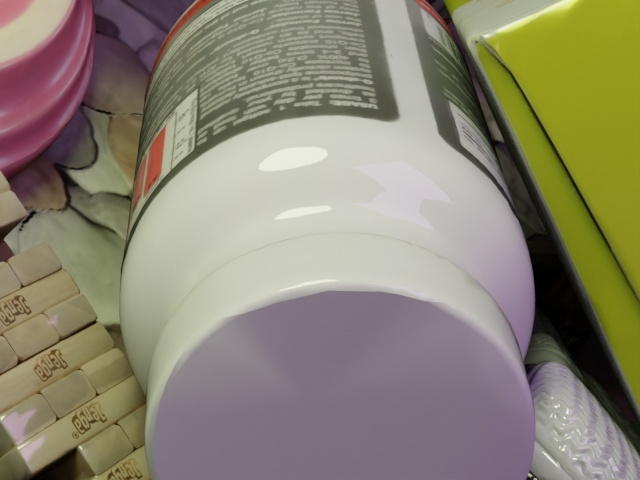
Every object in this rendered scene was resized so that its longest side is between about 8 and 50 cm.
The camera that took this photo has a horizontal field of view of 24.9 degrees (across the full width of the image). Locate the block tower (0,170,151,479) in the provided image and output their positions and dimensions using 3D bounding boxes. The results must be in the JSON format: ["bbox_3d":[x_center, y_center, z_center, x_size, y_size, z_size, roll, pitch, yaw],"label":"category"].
[{"bbox_3d":[-0.137,0.116,0.749,0.091,0.097,0.335,-30,85,-47],"label":"block tower"}]

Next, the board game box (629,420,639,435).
[{"bbox_3d":[0.295,0.198,1.115,0.259,0.039,0.124,5,58,-42],"label":"board game box"}]

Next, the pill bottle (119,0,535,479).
[{"bbox_3d":[0.000,0.000,0.781,0.210,0.210,0.363,34,23,-19],"label":"pill bottle"}]

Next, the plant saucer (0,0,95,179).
[{"bbox_3d":[-0.270,-0.182,0.845,0.332,0.084,0.332,22,49,-28],"label":"plant saucer"}]

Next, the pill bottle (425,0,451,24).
[{"bbox_3d":[0.124,-0.305,1.099,0.176,0.318,0.176,23,48,-28],"label":"pill bottle"}]

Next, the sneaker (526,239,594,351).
[{"bbox_3d":[0.174,0.046,1.090,0.188,0.066,0.071,4,61,-39],"label":"sneaker"}]

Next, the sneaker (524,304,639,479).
[{"bbox_3d":[0.088,0.155,0.895,0.137,0.210,0.366,53,8,0],"label":"sneaker"}]

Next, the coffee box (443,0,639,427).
[{"bbox_3d":[0.299,-0.059,0.881,0.334,0.337,0.338,-77,142,-77],"label":"coffee box"}]
